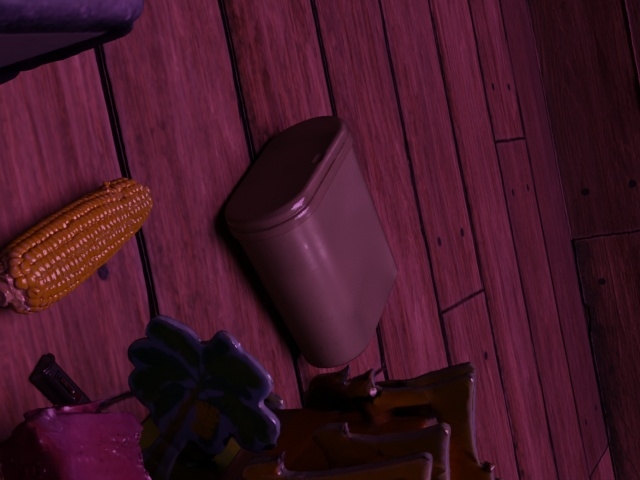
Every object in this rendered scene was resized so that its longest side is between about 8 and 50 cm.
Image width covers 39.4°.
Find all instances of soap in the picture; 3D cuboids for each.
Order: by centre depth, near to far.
[{"bbox_3d":[-0.189,0.269,0.688,0.112,0.182,0.289,12,77,-57],"label":"soap"}]

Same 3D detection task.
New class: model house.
[{"bbox_3d":[-0.002,0.185,0.799,0.357,0.313,0.242,37,32,8],"label":"model house"}]

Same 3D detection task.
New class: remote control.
[{"bbox_3d":[-0.228,0.143,0.819,0.091,0.016,0.034,59,31,-34],"label":"remote control"}]

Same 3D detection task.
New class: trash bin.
[{"bbox_3d":[0.000,0.000,1.161,0.247,0.121,0.243,65,33,-31],"label":"trash bin"}]

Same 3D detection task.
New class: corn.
[{"bbox_3d":[-0.225,0.001,0.817,0.206,0.067,0.067,-51,125,-53],"label":"corn"}]

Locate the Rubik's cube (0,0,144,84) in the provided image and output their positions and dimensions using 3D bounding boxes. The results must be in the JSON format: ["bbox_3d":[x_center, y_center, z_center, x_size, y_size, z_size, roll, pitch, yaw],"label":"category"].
[{"bbox_3d":[-0.329,-0.223,0.455,0.313,0.316,0.318,-24,102,-59],"label":"Rubik's cube"}]

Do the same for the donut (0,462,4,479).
[{"bbox_3d":[-0.305,0.100,0.590,0.126,0.144,0.187,-39,143,-35],"label":"donut"}]

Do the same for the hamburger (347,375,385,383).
[{"bbox_3d":[0.064,0.285,1.183,0.189,0.122,0.215,2,76,-66],"label":"hamburger"}]
